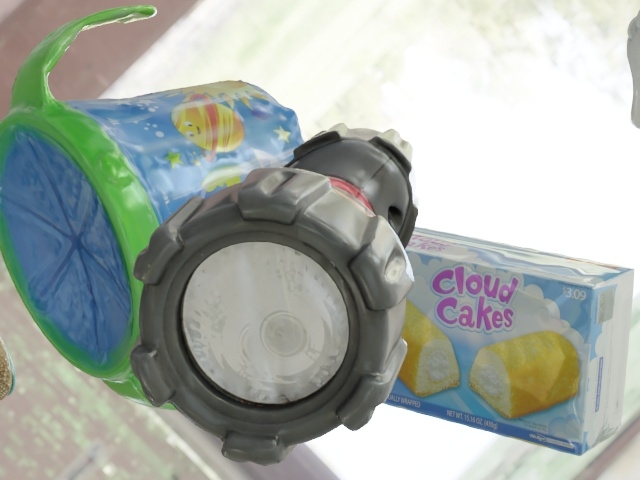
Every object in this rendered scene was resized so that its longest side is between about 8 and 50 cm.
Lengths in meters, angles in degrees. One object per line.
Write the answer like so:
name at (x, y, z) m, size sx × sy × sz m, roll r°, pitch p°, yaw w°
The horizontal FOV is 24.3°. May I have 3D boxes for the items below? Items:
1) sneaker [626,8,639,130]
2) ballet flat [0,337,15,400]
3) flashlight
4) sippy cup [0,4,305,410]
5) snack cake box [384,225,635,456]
sneaker at (0.327, -0.193, 1.372) m, size 0.094 × 0.091 × 0.258 m, roll -30°, pitch 136°, yaw -35°
ballet flat at (-0.428, 0.109, 1.762) m, size 0.067 × 0.206 × 0.073 m, roll 14°, pitch 120°, yaw -47°
flashlight at (0.000, 0.000, 0.652) m, size 0.304 × 0.103 × 0.103 m, roll -54°, pitch 146°, yaw -74°
sippy cup at (-0.128, -0.030, 1.260) m, size 0.224 × 0.240 × 0.305 m, roll -25°, pitch 139°, yaw -34°
snack cake box at (0.139, 0.080, 1.331) m, size 0.264 × 0.152 × 0.089 m, roll 11°, pitch -163°, yaw 34°
